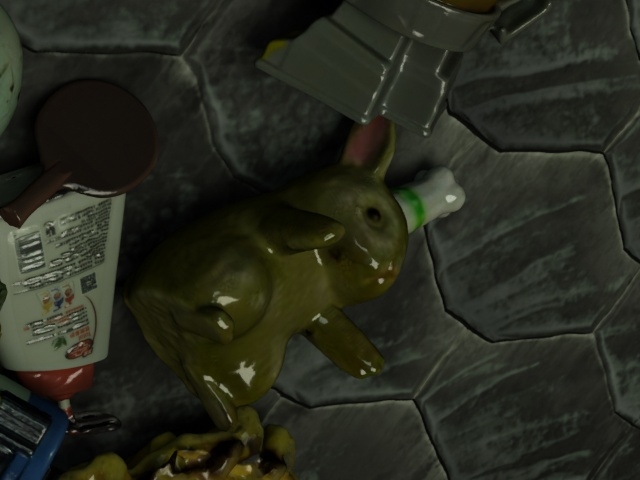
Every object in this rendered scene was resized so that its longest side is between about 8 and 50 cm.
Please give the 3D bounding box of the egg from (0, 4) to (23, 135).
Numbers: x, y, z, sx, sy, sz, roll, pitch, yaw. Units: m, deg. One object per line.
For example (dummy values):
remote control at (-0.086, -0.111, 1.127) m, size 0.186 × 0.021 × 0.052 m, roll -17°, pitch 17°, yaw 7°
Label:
egg at (-0.298, -0.126, 1.295) m, size 0.131 × 0.131 × 0.164 m, roll -15°, pitch 125°, yaw -25°

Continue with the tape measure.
tape measure at (-0.335, 0.258, 1.486) m, size 0.098 × 0.351 × 0.215 m, roll 33°, pitch 52°, yaw -10°

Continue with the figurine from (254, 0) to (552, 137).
figurine at (0.094, -0.247, 1.454) m, size 0.342 × 0.167 × 0.285 m, roll -10°, pitch 132°, yaw -52°

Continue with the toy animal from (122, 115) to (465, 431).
toy animal at (0.003, 0.013, 1.533) m, size 0.363 × 0.180 × 0.181 m, roll -28°, pitch 135°, yaw -15°

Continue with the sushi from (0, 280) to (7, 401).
sushi at (-0.364, 0.028, 1.167) m, size 0.329 × 0.328 × 0.285 m, roll -45°, pitch 159°, yaw 9°

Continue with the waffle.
waffle at (-0.175, 0.351, 1.676) m, size 0.379 × 0.095 × 0.382 m, roll -18°, pitch 127°, yaw -22°

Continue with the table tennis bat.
table tennis bat at (-0.189, -0.089, 1.356) m, size 0.107 × 0.119 × 0.170 m, roll 43°, pitch 58°, yaw -2°

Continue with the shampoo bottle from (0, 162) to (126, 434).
shampoo bottle at (-0.237, 0.064, 1.486) m, size 0.153 × 0.071 × 0.284 m, roll -19°, pitch 127°, yaw -27°
